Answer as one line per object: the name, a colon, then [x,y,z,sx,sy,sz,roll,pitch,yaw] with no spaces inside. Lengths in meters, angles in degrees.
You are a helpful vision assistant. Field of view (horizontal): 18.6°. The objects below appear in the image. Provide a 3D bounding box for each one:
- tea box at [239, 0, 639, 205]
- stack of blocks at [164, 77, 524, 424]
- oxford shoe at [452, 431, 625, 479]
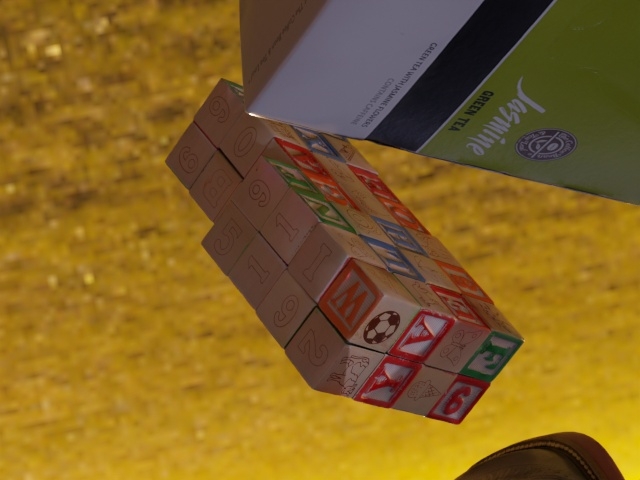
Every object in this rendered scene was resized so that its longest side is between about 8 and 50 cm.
tea box: [0.163,-0.209,1.113,0.323,0.220,0.329,13,144,-22]
stack of blocks: [0.000,0.000,1.487,0.171,0.297,0.087,18,114,-46]
oxford shoe: [0.110,0.194,1.078,0.146,0.140,0.397,-12,-177,-13]
